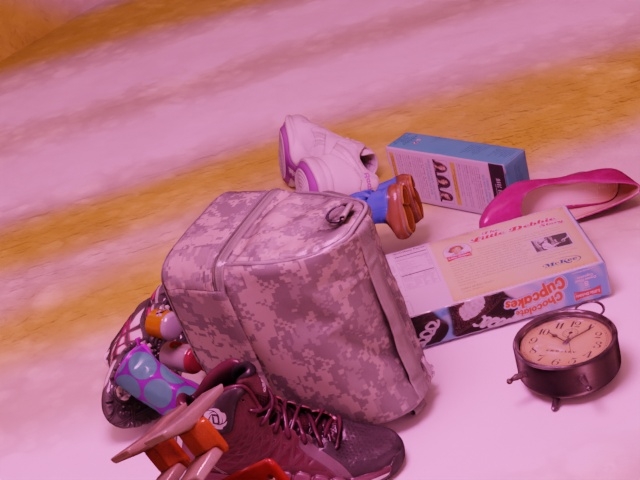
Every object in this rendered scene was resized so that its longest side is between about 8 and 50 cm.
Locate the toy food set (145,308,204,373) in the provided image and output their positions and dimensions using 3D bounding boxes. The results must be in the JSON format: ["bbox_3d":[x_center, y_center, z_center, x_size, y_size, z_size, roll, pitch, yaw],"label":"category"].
[{"bbox_3d":[-0.126,0.134,1.753,0.104,0.111,0.232,8,5,38],"label":"toy food set"}]

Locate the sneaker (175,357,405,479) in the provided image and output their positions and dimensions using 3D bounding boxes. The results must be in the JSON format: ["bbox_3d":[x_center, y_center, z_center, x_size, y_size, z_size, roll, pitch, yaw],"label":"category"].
[{"bbox_3d":[-0.041,0.214,1.495,0.281,0.162,0.106,-4,29,0],"label":"sneaker"}]

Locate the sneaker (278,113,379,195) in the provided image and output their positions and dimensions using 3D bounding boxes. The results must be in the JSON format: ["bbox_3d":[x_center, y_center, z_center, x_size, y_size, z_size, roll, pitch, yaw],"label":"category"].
[{"bbox_3d":[0.012,-0.136,2.227,0.152,0.114,0.305,-7,30,-13],"label":"sneaker"}]

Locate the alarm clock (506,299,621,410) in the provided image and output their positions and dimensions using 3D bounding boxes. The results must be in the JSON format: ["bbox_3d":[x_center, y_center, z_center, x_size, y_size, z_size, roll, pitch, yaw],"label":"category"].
[{"bbox_3d":[0.317,0.133,1.592,0.129,0.064,0.192,2,35,31],"label":"alarm clock"}]

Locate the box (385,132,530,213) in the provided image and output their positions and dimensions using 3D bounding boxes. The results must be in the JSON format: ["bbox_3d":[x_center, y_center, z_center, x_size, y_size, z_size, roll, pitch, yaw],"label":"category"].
[{"bbox_3d":[0.222,-0.107,2.041,0.244,0.100,0.060,14,39,43],"label":"box"}]

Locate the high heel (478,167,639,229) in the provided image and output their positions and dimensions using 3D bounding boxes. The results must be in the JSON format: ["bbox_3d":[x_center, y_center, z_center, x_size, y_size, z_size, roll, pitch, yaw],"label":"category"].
[{"bbox_3d":[0.358,-0.051,1.892,0.244,0.082,0.117,-15,14,-27],"label":"high heel"}]

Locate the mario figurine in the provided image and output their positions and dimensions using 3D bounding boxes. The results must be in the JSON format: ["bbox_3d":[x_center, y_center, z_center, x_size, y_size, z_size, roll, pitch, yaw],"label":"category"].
[{"bbox_3d":[0.000,0.000,1.952,0.320,0.198,0.170,-11,67,19],"label":"mario figurine"}]

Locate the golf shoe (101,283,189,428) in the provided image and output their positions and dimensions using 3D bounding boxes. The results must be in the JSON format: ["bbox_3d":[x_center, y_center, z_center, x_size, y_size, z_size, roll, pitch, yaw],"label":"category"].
[{"bbox_3d":[-0.256,0.179,1.801,0.120,0.105,0.273,-31,21,31],"label":"golf shoe"}]

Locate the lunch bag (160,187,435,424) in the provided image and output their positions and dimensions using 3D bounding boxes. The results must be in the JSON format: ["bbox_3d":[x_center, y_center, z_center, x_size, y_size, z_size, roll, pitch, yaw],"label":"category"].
[{"bbox_3d":[-0.012,0.091,1.596,0.256,0.305,0.212,0,34,34],"label":"lunch bag"}]

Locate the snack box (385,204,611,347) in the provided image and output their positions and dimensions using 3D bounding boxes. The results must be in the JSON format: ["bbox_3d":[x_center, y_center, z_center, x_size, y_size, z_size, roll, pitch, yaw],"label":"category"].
[{"bbox_3d":[0.225,0.053,1.789,0.322,0.060,0.187,-16,28,1],"label":"snack box"}]

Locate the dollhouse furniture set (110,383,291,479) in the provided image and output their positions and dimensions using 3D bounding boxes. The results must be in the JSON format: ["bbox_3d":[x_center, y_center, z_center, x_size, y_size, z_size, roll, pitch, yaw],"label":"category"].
[{"bbox_3d":[-0.096,0.293,1.340,0.135,0.262,0.259,-41,5,-42],"label":"dollhouse furniture set"}]

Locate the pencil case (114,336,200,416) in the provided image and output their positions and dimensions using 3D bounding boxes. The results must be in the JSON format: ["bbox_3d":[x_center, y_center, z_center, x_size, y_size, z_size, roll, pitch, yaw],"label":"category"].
[{"bbox_3d":[-0.197,0.197,1.666,0.151,0.070,0.064,32,8,2],"label":"pencil case"}]
